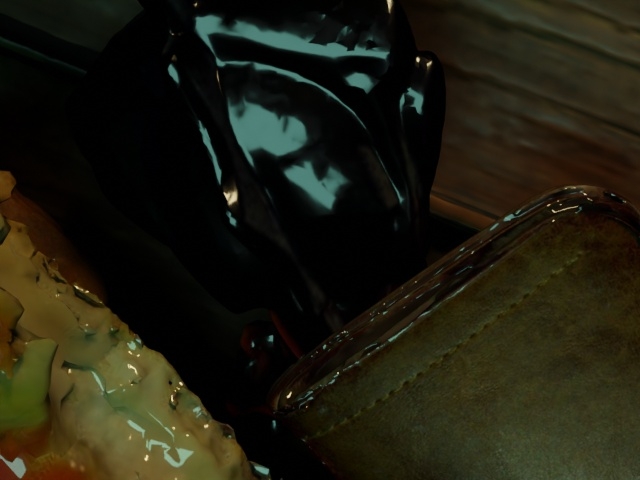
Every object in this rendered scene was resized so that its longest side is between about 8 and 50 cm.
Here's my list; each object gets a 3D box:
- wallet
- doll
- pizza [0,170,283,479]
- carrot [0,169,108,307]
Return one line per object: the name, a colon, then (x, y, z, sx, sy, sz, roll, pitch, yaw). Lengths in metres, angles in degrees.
wallet: (0.106, 0.101, 0.532, 0.137, 0.031, 0.255, -33, 117, 8)
doll: (-0.001, -0.001, 0.528, 0.127, 0.088, 0.249, -32, 113, 3)
pizza: (-0.137, 0.134, 0.565, 0.440, 0.130, 0.406, 1, 127, 20)
carrot: (-0.157, -0.036, 0.571, 0.209, 0.061, 0.061, 43, 118, -10)
